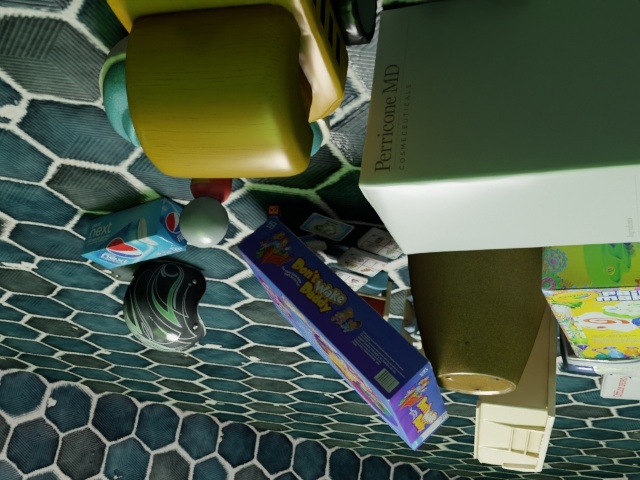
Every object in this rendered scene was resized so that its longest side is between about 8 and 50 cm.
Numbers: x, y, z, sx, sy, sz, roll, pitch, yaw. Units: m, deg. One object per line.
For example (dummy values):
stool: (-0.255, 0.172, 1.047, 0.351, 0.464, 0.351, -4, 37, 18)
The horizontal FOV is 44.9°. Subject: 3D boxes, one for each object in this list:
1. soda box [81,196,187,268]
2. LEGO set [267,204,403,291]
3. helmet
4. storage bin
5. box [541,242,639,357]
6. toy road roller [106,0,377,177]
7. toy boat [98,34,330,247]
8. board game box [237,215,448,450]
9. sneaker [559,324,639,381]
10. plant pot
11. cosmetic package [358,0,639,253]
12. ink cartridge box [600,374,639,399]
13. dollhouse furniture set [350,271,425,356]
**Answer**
soda box: (-0.314, -0.010, 1.315, 0.210, 0.071, 0.067, -13, 149, 39)
LEGO set: (0.000, 0.000, 1.302, 0.244, 0.060, 0.182, 18, 142, -24)
helmet: (-0.304, 0.135, 1.525, 0.169, 0.162, 0.169, 7, 156, 3)
storage bin: (0.346, 0.239, 1.376, 0.123, 0.262, 0.260, 4, 144, 13)
box: (0.470, 0.035, 1.038, 0.289, 0.177, 0.279, -4, 154, 26)
toy road roller: (-0.079, -0.196, 0.616, 0.202, 0.241, 0.329, 0, 155, 17)
toy boat: (-0.129, -0.110, 0.939, 0.267, 0.148, 0.318, 10, 156, -5)
board game box: (0.035, 0.141, 1.186, 0.347, 0.078, 0.233, 42, 168, 32)
sneaker: (0.547, 0.199, 1.225, 0.315, 0.127, 0.182, -7, 126, 17)
plant pot: (0.232, 0.090, 1.145, 0.237, 0.255, 0.237, 7, 157, 3)
cosmetic package: (0.245, -0.118, 0.726, 0.384, 0.217, 0.156, -4, 153, 21)
ink cartridge box: (0.685, 0.226, 1.466, 0.289, 0.122, 0.211, 0, 155, 16)
dollhouse furniture set: (0.142, 0.127, 1.407, 0.183, 0.129, 0.129, 12, 156, -8)
